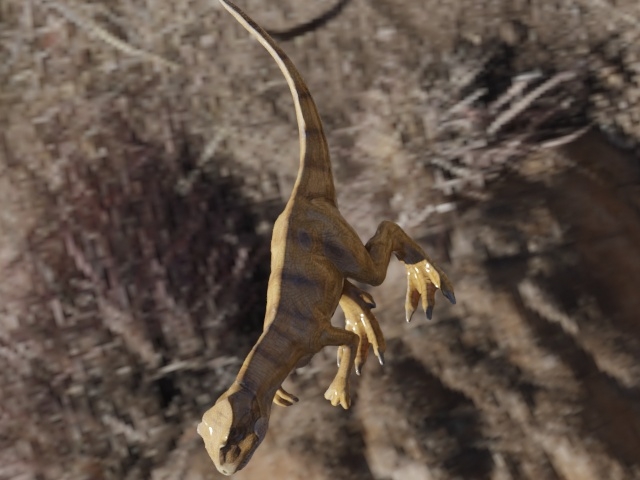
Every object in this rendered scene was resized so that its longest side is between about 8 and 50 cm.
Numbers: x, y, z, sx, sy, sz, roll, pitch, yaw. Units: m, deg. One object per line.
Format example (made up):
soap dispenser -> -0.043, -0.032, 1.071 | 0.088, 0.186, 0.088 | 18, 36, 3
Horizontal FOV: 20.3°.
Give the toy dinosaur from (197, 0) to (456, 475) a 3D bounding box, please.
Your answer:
toy dinosaur -> 0.000, 0.000, 0.763 | 0.064, 0.112, 0.211 | -17, 55, 38
